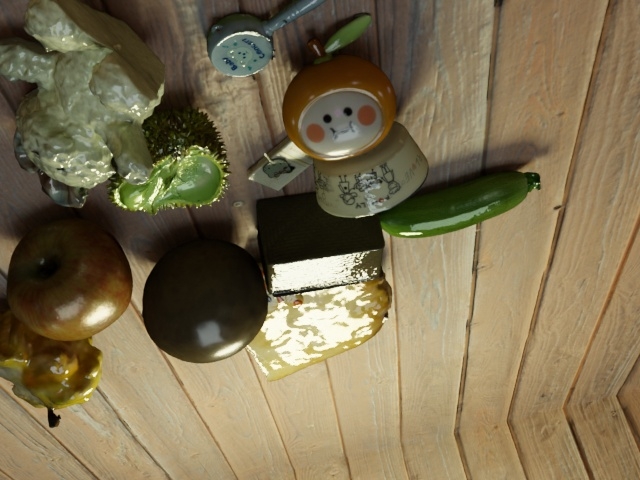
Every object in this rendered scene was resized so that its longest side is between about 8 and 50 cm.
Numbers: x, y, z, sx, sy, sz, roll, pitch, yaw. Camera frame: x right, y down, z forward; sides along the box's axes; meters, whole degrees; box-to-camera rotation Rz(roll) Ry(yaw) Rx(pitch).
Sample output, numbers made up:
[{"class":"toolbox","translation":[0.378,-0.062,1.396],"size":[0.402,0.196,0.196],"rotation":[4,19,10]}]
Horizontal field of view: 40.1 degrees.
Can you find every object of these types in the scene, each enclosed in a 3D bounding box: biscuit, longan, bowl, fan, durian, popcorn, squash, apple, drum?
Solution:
[{"class":"biscuit","translation":[-0.091,0.100,2.116],"size":[0.234,0.030,0.153],"rotation":[-41,108,13]},{"class":"longan","translation":[-0.267,0.138,1.998],"size":[0.298,0.297,0.297],"rotation":[-10,148,-6]},{"class":"bowl","translation":[0.084,-0.165,1.735],"size":[0.238,0.237,0.126],"rotation":[-19,124,8]},{"class":"fan","translation":[-0.098,-0.157,1.815],"size":[0.056,0.004,0.083],"rotation":[-22,143,17]},{"class":"durian","translation":[-0.284,-0.152,1.639],"size":[0.237,0.176,0.200],"rotation":[-16,158,14]},{"class":"popcorn","translation":[-0.658,0.274,2.102],"size":[0.298,0.281,0.315],"rotation":[12,136,16]},{"class":"squash","translation":[0.325,-0.081,2.049],"size":[0.395,0.107,0.107],"rotation":[-17,148,3]},{"class":"biscuit","translation":[-0.037,0.170,2.276],"size":[0.446,0.104,0.429],"rotation":[-24,132,12]},{"class":"apple","translation":[-0.520,0.087,1.847],"size":[0.265,0.264,0.264],"rotation":[-10,148,-6]},{"class":"drum","translation":[-0.075,-0.359,1.512],"size":[0.253,0.049,0.130],"rotation":[-19,147,9]}]

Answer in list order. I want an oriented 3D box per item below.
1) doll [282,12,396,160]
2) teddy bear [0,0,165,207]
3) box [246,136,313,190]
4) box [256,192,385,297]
[{"class":"doll","translation":[0.024,-0.270,1.587],"size":[0.214,0.213,0.235],"rotation":[-16,110,4]},{"class":"teddy bear","translation":[-0.419,-0.190,1.412],"size":[0.362,0.375,0.327],"rotation":[-43,97,13]},{"class":"box","translation":[-0.067,-0.168,1.836],"size":[0.090,0.024,0.167],"rotation":[21,134,-42]},{"class":"box","translation":[0.000,0.001,1.976],"size":[0.274,0.184,0.143],"rotation":[-9,149,-8]}]
